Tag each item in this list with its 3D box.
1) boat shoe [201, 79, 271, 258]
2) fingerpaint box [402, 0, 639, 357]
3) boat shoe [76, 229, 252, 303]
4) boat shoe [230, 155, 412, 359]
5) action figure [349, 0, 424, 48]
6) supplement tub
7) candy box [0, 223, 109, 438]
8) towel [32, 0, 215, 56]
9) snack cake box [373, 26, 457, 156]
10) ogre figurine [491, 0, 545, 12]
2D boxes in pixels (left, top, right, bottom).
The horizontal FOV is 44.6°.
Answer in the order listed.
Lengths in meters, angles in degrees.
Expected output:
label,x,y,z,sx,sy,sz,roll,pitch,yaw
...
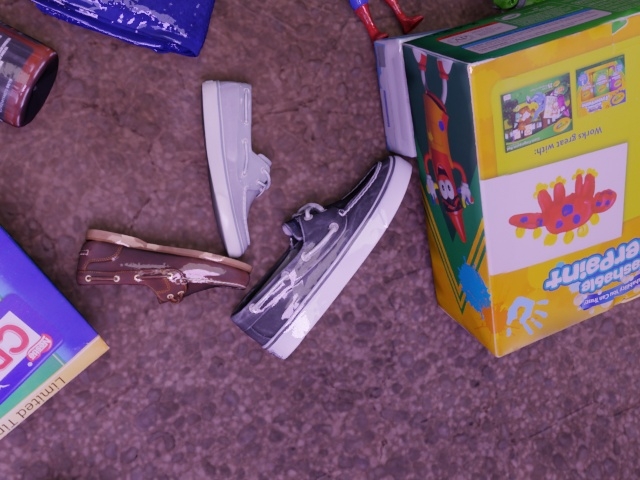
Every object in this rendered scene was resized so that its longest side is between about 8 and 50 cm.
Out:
label,x,y,z,sx,sy,sz,roll,pitch,yaw
boat shoe,-0.100,-0.093,0.978,0.081,0.079,0.228,-7,83,-10
fingerpaint box,0.350,-0.114,0.977,0.444,0.163,0.371,-20,118,-15
boat shoe,-0.189,0.042,0.946,0.206,0.073,0.073,10,75,-3
boat shoe,0.000,0.000,0.986,0.102,0.108,0.301,38,84,-9
action figure,0.047,-0.408,1.022,0.091,0.139,0.280,-30,89,-15
supplement tub,-0.413,-0.218,0.900,0.197,0.106,0.106,27,79,-10
candy box,-0.428,0.078,0.801,0.268,0.122,0.317,-42,122,-15
towel,-0.224,-0.400,0.987,0.227,0.076,0.309,18,80,-19
snack cake box,0.215,-0.213,1.042,0.264,0.089,0.152,-13,105,-15
ogre figurine,0.280,-0.387,1.089,0.118,0.097,0.197,12,38,-18
